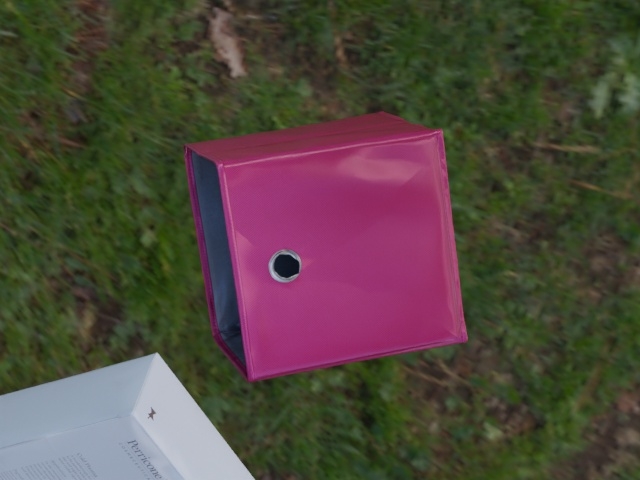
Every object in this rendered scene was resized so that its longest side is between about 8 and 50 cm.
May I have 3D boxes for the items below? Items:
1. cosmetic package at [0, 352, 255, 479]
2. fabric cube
[{"bbox_3d":[-0.199,0.305,1.633,0.377,0.284,0.097,57,33,-30],"label":"cosmetic package"},{"bbox_3d":[0.000,0.000,1.810,0.258,0.259,0.254,-9,100,-12],"label":"fabric cube"}]
